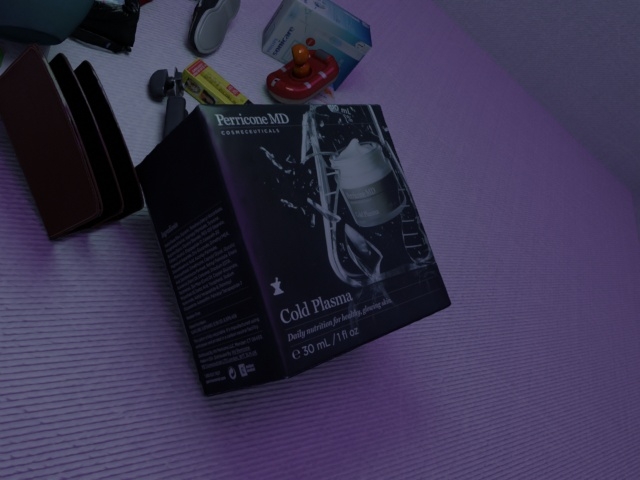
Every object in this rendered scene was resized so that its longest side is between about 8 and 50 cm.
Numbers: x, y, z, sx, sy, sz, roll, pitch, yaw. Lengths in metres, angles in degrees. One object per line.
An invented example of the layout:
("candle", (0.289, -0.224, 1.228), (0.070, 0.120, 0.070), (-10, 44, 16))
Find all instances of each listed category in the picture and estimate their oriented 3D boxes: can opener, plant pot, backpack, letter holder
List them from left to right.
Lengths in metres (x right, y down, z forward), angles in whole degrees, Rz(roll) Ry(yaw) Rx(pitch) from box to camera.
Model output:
("plant pot", (-0.562, -0.488, 1.062), (0.290, 0.290, 0.196), (-1, 96, -41))
("letter holder", (-0.437, -0.183, 1.017), (0.152, 0.214, 0.302), (-25, 96, -48))
("backpack", (-0.541, -0.551, 1.351), (0.181, 0.152, 0.115), (1, 51, -27))
("can opener", (-0.375, -0.314, 1.366), (0.095, 0.076, 0.284), (-3, 56, -4))

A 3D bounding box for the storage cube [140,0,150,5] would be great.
("storage cube", (-0.529, -0.734, 1.456), (0.215, 0.183, 0.193), (40, 42, -9))

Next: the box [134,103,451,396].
("box", (-0.046, -0.001, 1.136), (0.479, 0.297, 0.472), (-14, 81, -43))

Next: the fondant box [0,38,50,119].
("fondant box", (-0.689, -0.416, 1.140), (0.238, 0.096, 0.331), (17, 49, -31))

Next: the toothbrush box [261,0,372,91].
("toothbrush box", (-0.012, -0.660, 1.816), (0.295, 0.216, 0.126), (23, 46, -27))

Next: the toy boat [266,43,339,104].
("toy boat", (-0.059, -0.514, 1.660), (0.231, 0.151, 0.151), (-41, 59, -19))

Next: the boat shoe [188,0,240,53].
("boat shoe", (-0.327, -0.652, 1.640), (0.091, 0.114, 0.303), (7, 48, 16))

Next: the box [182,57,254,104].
("box", (-0.265, -0.383, 1.504), (0.232, 0.058, 0.087), (39, 42, -9))

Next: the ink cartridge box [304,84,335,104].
("ink cartridge box", (-0.011, -0.447, 1.768), (0.104, 0.061, 0.182), (18, 49, -29))
